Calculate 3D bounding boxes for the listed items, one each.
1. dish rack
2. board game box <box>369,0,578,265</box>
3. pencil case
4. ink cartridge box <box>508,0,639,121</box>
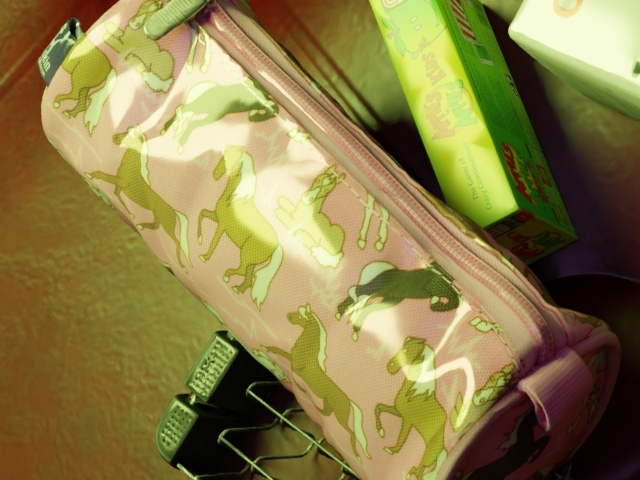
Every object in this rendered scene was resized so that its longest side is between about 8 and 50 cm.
[{"bbox_3d":[0.032,0.123,1.113,0.271,0.074,0.208,36,99,30],"label":"dish rack"},{"bbox_3d":[0.094,-0.079,1.108,0.043,0.092,0.181,-29,66,23],"label":"board game box"},{"bbox_3d":[0.000,0.000,1.019,0.160,0.167,0.386,-45,64,2],"label":"pencil case"},{"bbox_3d":[0.294,-0.139,0.984,0.306,0.131,0.226,29,93,31],"label":"ink cartridge box"}]
